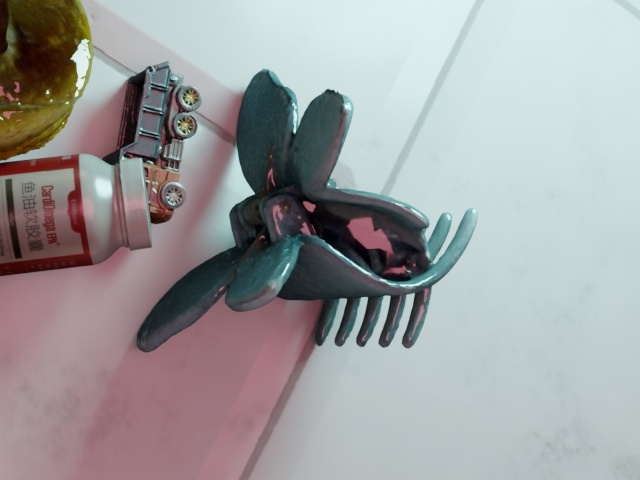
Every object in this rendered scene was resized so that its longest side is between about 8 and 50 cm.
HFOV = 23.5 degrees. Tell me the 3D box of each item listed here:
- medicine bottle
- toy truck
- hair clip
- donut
[{"bbox_3d":[-0.323,-0.029,1.766,0.250,0.131,0.131,-7,89,-4],"label":"medicine bottle"},{"bbox_3d":[-0.209,-0.121,1.888,0.092,0.083,0.192,12,80,-24],"label":"toy truck"},{"bbox_3d":[0.000,0.000,1.854,0.238,0.318,0.392,29,73,-23],"label":"hair clip"},{"bbox_3d":[-0.429,-0.204,1.726,0.330,0.160,0.330,11,53,-14],"label":"donut"}]
